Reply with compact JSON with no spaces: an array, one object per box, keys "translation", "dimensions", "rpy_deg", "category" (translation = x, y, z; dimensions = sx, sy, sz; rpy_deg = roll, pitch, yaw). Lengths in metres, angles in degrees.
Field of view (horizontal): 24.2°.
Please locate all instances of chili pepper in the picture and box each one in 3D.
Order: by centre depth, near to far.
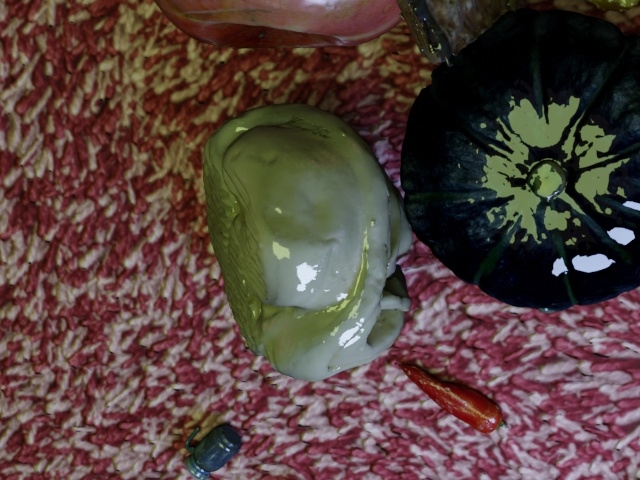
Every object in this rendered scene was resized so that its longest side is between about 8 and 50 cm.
[{"translation":[0.177,0.211,2.015],"dimensions":[0.178,0.027,0.045],"rpy_deg":[33,112,4],"category":"chili pepper"}]

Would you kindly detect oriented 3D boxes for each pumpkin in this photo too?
[{"translation":[0.272,-0.097,1.772],"dimensions":[0.363,0.266,0.363],"rpy_deg":[4,105,16],"category":"pumpkin"}]

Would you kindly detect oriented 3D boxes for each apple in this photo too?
[{"translation":[-0.040,-0.390,1.709],"dimensions":[0.363,0.364,0.364],"rpy_deg":[4,108,13],"category":"apple"}]

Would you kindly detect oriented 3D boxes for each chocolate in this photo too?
[{"translation":[0.197,-0.309,1.714],"dimensions":[0.065,0.329,0.102],"rpy_deg":[-7,116,48],"category":"chocolate"}]

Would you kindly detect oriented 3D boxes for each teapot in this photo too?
[{"translation":[-0.157,0.294,2.110],"dimensions":[0.063,0.049,0.083],"rpy_deg":[46,112,-3],"category":"teapot"}]

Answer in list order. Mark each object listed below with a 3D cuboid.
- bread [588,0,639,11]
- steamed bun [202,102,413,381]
[{"translation":[0.346,-0.339,1.740],"dimensions":[0.103,0.065,0.187],"rpy_deg":[33,68,-10],"category":"bread"},{"translation":[0.000,0.000,1.852],"dimensions":[0.247,0.339,0.352],"rpy_deg":[-12,111,-14],"category":"steamed bun"}]
